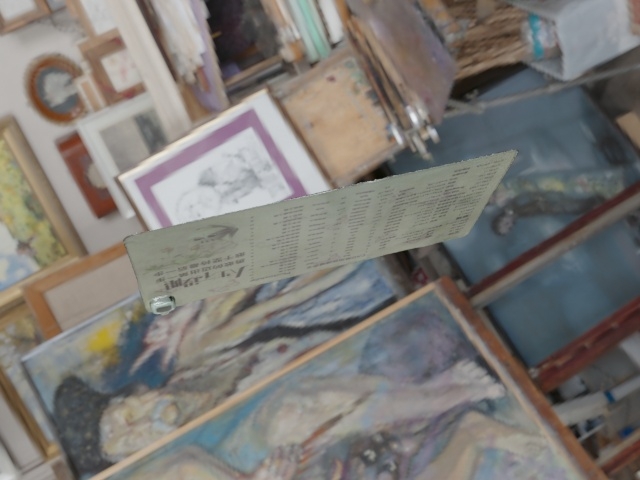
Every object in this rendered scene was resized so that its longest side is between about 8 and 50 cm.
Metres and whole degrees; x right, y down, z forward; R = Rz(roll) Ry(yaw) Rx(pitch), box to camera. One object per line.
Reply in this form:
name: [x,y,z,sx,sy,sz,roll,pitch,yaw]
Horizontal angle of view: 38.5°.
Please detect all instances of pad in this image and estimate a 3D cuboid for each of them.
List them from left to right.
pad: [0.000,-0.001,0.650,0.159,0.265,0.009,100,155,-68]
